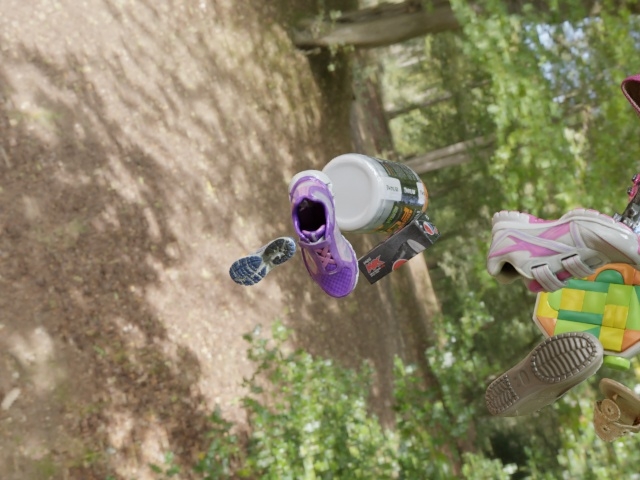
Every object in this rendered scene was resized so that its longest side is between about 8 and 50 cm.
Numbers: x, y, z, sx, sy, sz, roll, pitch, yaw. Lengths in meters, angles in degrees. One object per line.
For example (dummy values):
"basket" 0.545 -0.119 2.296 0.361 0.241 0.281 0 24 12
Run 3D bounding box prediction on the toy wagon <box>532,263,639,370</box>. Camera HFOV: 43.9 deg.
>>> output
"toy wagon" 0.646 0.145 1.730 0.068 0.344 0.267 35 67 -50

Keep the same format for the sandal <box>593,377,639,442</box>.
"sandal" 0.502 0.309 1.341 0.088 0.079 0.240 26 -12 32

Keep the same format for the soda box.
"soda box" 0.149 0.017 1.534 0.060 0.169 0.053 53 36 1

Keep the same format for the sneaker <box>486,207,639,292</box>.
"sneaker" 0.341 0.025 1.124 0.103 0.252 0.111 31 71 -32

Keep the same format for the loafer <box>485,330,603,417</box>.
"loafer" 0.457 0.273 1.599 0.092 0.268 0.102 25 39 -40

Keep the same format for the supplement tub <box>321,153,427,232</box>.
"supplement tub" 0.141 -0.112 2.012 0.316 0.193 0.194 0 73 -58

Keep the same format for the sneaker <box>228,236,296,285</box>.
"sneaker" -0.094 0.034 1.360 0.052 0.135 0.058 61 20 -6

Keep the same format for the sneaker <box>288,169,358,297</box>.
"sneaker" 0.000 0.000 1.384 0.104 0.095 0.237 -82 154 -72

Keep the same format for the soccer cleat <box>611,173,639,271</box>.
"soccer cleat" 0.693 -0.066 1.608 0.143 0.331 0.116 42 -24 -3

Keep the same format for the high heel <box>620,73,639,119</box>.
"high heel" 0.572 -0.110 1.082 0.377 0.181 0.127 56 -45 46
